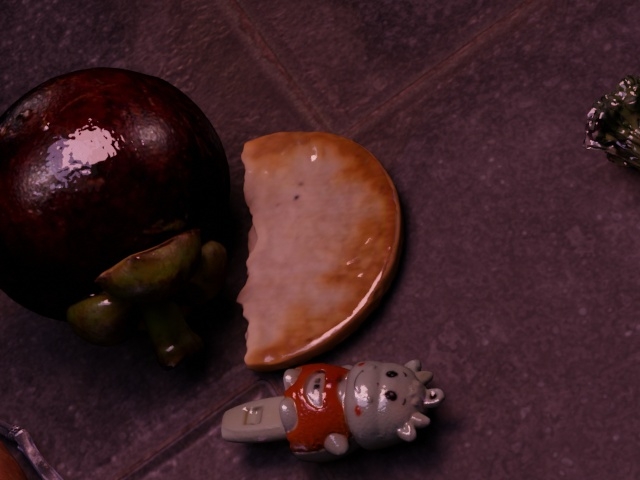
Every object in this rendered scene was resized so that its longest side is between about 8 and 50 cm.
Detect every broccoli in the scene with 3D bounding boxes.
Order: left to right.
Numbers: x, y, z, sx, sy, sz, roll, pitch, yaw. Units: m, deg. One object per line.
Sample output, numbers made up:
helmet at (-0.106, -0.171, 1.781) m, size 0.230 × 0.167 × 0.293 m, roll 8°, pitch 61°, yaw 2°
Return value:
broccoli at (0.382, -0.038, 1.816) m, size 0.145 × 0.165 × 0.304 m, roll -24°, pitch 65°, yaw 3°

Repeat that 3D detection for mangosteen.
mangosteen at (-0.247, -0.036, 1.997) m, size 0.330 × 0.330 × 0.330 m, roll -12°, pitch 57°, yaw 19°

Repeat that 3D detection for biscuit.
biscuit at (0.000, 0.000, 2.022) m, size 0.204 × 0.040 × 0.309 m, roll -14°, pitch 57°, yaw 19°

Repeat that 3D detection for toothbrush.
toothbrush at (-0.325, 0.258, 2.030) m, size 0.042 × 0.035 × 0.413 m, roll -41°, pitch 53°, yaw -8°

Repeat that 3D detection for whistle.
whistle at (0.012, 0.180, 1.877) m, size 0.253 × 0.106 × 0.102 m, roll -10°, pitch 17°, yaw 21°

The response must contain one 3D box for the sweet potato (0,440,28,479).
sweet potato at (-0.381, 0.301, 1.979) m, size 0.131 × 0.131 × 0.336 m, roll -44°, pitch 53°, yaw -4°
